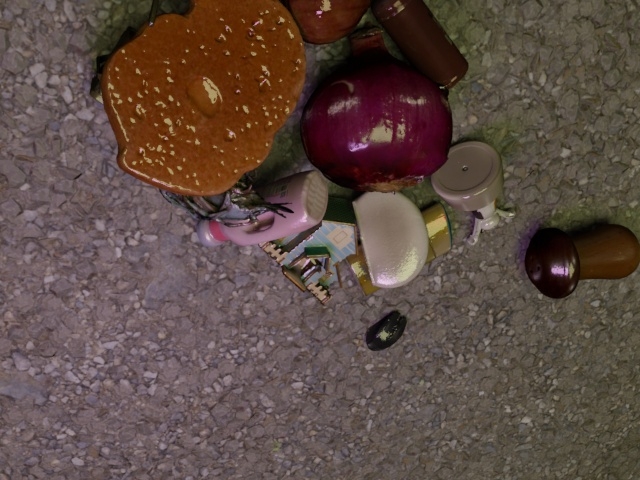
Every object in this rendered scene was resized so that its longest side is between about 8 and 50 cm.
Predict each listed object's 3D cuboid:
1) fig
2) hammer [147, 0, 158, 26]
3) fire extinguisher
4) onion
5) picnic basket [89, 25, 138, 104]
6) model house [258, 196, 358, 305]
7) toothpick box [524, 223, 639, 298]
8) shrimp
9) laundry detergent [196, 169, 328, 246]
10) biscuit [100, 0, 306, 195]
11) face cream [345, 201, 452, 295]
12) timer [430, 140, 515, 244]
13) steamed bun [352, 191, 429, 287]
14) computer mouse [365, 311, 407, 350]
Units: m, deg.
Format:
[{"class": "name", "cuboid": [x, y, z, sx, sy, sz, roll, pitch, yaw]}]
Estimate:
[{"class": "fig", "cuboid": [0.015, -0.506, 1.506, 0.205, 0.205, 0.205, -6, 117, -12]}, {"class": "hammer", "cuboid": [-0.304, -0.498, 1.385, 0.058, 0.292, 0.029, 17, 139, -22]}, {"class": "fire extinguisher", "cuboid": [0.206, -0.497, 1.622, 0.337, 0.106, 0.147, 46, 64, -29]}, {"class": "onion", "cuboid": [0.115, -0.296, 1.598, 0.348, 0.348, 0.385, -5, 82, -13]}, {"class": "picnic basket", "cuboid": [-0.336, -0.309, 1.522, 0.267, 0.165, 0.139, 32, 104, -25]}, {"class": "model house", "cuboid": [0.000, 0.000, 1.759, 0.206, 0.178, 0.271, -39, 116, 12]}, {"class": "toothpick box", "cuboid": [0.697, 0.047, 1.968, 0.294, 0.192, 0.192, -10, 117, -16]}, {"class": "shrimp", "cuboid": [-0.228, -0.089, 1.567, 0.172, 0.372, 0.137, -49, 130, -32]}, {"class": "laundry detergent", "cuboid": [-0.139, -0.055, 1.648, 0.335, 0.159, 0.088, -17, 135, 34]}, {"class": "biscuit", "cuboid": [-0.218, -0.291, 1.429, 0.455, 0.078, 0.350, -48, 110, -12]}, {"class": "face cream", "cuboid": [0.210, 0.023, 1.886, 0.285, 0.067, 0.139, -29, 114, -1]}, {"class": "timer", "cuboid": [0.402, -0.104, 1.854, 0.175, 0.175, 0.266, -35, 137, 3]}, {"class": "steamed bun", "cuboid": [0.177, -0.009, 1.770, 0.164, 0.146, 0.241, -13, 86, 5]}, {"class": "computer mouse", "cuboid": [0.182, 0.254, 2.004, 0.135, 0.047, 0.079, -46, 119, 7]}]
